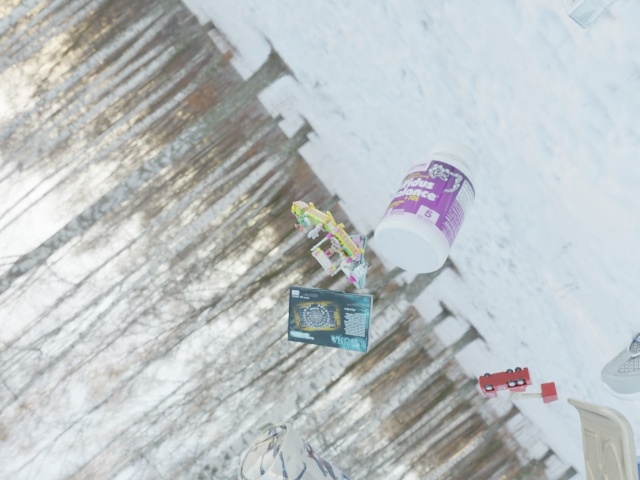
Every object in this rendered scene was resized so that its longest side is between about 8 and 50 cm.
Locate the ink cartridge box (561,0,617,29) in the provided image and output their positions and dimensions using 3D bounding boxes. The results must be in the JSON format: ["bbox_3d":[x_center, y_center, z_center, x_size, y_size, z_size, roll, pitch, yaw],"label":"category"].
[{"bbox_3d":[0.553,-0.580,1.217,0.060,0.239,0.275,24,-135,-27],"label":"ink cartridge box"}]

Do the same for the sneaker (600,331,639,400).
[{"bbox_3d":[0.481,0.099,0.853,0.115,0.281,0.105,50,179,-8],"label":"sneaker"}]

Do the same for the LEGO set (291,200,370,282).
[{"bbox_3d":[0.000,0.000,1.646,0.287,0.107,0.132,45,163,17],"label":"LEGO set"}]

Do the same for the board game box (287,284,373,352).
[{"bbox_3d":[0.019,0.171,1.391,0.026,0.186,0.126,-21,-64,-71],"label":"board game box"}]

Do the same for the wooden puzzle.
[{"bbox_3d":[0.500,0.438,1.041,0.322,0.080,0.348,43,-140,-74],"label":"wooden puzzle"}]

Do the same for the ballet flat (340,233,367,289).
[{"bbox_3d":[0.100,0.061,1.930,0.221,0.079,0.077,87,-166,-47],"label":"ballet flat"}]

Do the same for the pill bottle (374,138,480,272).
[{"bbox_3d":[0.255,-0.087,1.447,0.169,0.301,0.169,22,148,15],"label":"pill bottle"}]

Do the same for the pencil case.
[{"bbox_3d":[0.015,0.561,1.378,0.410,0.160,0.183,40,-168,-10],"label":"pencil case"}]

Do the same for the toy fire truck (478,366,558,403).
[{"bbox_3d":[0.551,0.411,1.769,0.135,0.192,0.047,57,-154,-37],"label":"toy fire truck"}]
